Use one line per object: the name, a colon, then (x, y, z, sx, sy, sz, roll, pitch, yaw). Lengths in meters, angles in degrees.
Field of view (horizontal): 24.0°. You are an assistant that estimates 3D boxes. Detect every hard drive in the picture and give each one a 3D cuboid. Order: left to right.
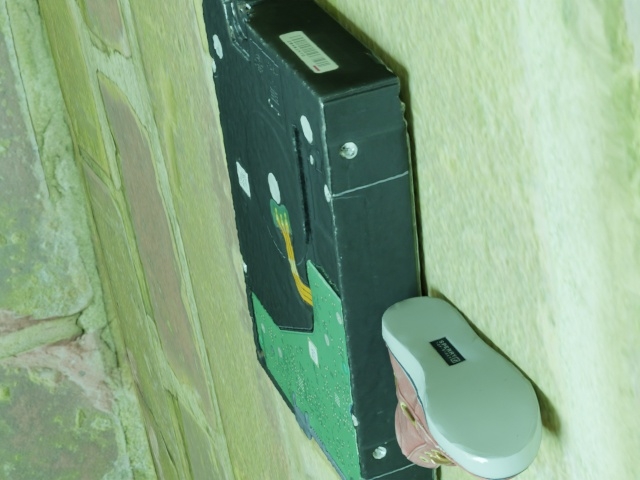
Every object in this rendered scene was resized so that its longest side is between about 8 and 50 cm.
hard drive: (0.000, 0.000, 1.060, 0.237, 0.064, 0.339, -130, 29, -55)

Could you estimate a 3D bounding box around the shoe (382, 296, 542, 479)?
shoe: (0.084, 0.107, 0.891, 0.178, 0.063, 0.081, -124, 21, -60)
